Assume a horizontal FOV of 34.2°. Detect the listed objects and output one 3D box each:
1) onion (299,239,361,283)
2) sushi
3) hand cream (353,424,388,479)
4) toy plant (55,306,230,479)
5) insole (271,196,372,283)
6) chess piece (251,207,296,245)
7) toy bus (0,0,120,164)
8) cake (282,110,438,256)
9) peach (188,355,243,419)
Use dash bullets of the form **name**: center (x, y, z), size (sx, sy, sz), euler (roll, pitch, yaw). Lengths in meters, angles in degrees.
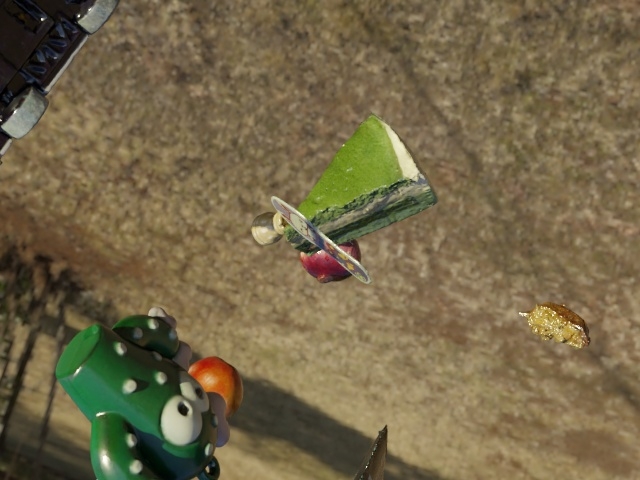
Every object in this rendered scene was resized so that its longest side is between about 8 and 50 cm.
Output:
- **onion**: center (0.019, 0.032, 2.169), size (0.131, 0.131, 0.131), euler (17, 165, 5)
- **sushi**: center (0.365, 0.131, 1.614), size (0.118, 0.062, 0.060), euler (10, -158, 34)
- **hand cream**: center (0.041, 0.316, 1.188), size (0.061, 0.120, 0.271), euler (24, 146, 11)
- **toy plant**: center (-0.192, 0.197, 1.190), size (0.112, 0.243, 0.232), euler (-26, -175, 30)
- **insole**: center (0.000, 0.000, 1.515), size (0.197, 0.004, 0.065), euler (40, 161, 15)
- **chess piece**: center (-0.083, -0.029, 2.021), size (0.066, 0.066, 0.122), euler (24, 163, -22)
- **toy bus**: center (-0.481, -0.337, 1.607), size (0.209, 0.440, 0.249), euler (40, 159, -27)
- **cake**: center (0.083, -0.063, 1.917), size (0.172, 0.284, 0.158), euler (36, 173, 34)
- **peach**: center (-0.165, 0.223, 1.504), size (0.100, 0.101, 0.101), euler (17, 165, 5)
